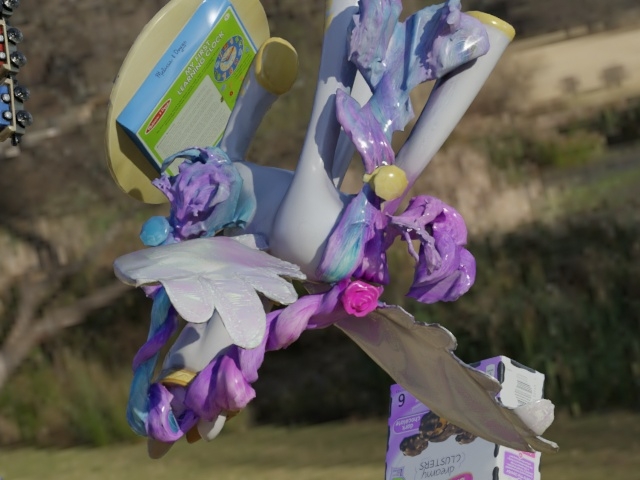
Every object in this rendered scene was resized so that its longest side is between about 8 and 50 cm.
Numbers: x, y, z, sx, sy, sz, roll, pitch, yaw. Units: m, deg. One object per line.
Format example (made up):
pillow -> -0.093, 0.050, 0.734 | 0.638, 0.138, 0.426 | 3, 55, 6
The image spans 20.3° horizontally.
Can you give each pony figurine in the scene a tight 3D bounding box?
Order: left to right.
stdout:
pony figurine -> 0.000, 0.000, 1.236 | 0.303, 0.363, 0.351 | 27, -10, -23

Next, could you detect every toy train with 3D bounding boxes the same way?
toy train -> -0.257, -0.149, 1.431 | 0.036, 0.158, 0.027 | 6, -26, -37

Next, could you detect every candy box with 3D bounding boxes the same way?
candy box -> 0.147, 0.235, 1.858 | 0.070, 0.196, 0.165 | 25, -31, -37

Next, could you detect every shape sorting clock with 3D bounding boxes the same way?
shape sorting clock -> -0.115, -0.128, 1.548 | 0.040, 0.206, 0.206 | 29, 22, 25

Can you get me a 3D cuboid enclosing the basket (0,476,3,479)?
basket -> -0.444, 0.307, 1.537 | 0.331, 0.328, 0.266 | -21, 40, -31
